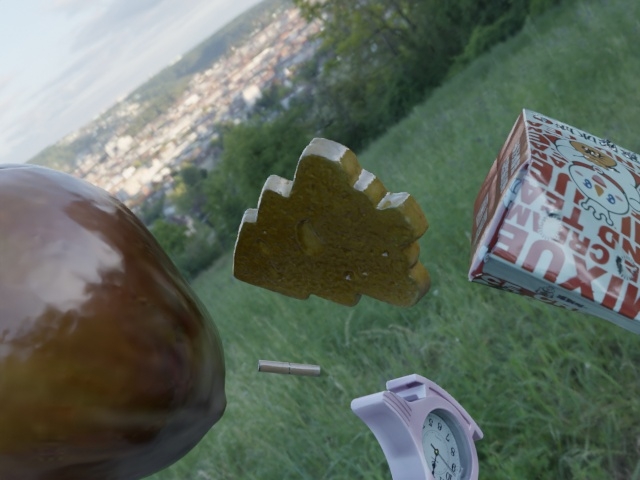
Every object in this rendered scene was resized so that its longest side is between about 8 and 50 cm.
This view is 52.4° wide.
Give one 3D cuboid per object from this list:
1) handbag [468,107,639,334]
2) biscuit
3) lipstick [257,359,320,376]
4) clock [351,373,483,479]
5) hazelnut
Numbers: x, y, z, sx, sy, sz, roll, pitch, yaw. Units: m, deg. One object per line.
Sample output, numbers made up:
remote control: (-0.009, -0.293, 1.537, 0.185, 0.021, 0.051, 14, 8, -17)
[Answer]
handbag: (0.259, -0.018, 0.678, 0.298, 0.171, 0.151, -61, -6, -63)
biscuit: (0.000, 0.000, 0.688, 0.238, 0.212, 0.041, -17, 33, 34)
lipstick: (-0.047, 0.193, 0.979, 0.019, 0.094, 0.019, -172, 90, -78)
clock: (0.174, 0.385, 1.193, 0.080, 0.290, 0.275, -30, 24, 39)
hazelnut: (-0.265, 0.095, 0.632, 0.315, 0.372, 0.372, -68, 21, 0)
